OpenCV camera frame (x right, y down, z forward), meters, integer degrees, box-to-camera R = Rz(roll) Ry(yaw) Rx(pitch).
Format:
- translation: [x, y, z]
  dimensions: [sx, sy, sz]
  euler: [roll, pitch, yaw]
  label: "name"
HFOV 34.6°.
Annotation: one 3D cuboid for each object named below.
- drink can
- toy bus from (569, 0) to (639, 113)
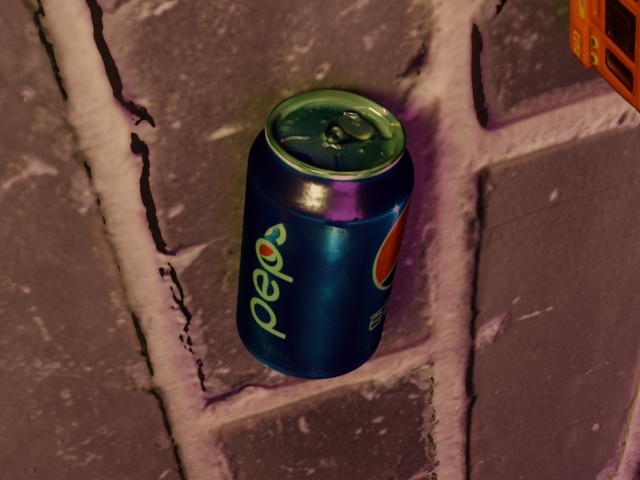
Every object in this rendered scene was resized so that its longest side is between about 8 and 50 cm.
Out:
- translation: [0.000, 0.000, 0.742]
  dimensions: [0.118, 0.118, 0.204]
  euler: [-10, 135, -17]
  label: "drink can"
- translation: [0.335, -0.201, 0.675]
  dimensions: [0.329, 0.153, 0.143]
  euler: [-20, 136, -6]
  label: "toy bus"
